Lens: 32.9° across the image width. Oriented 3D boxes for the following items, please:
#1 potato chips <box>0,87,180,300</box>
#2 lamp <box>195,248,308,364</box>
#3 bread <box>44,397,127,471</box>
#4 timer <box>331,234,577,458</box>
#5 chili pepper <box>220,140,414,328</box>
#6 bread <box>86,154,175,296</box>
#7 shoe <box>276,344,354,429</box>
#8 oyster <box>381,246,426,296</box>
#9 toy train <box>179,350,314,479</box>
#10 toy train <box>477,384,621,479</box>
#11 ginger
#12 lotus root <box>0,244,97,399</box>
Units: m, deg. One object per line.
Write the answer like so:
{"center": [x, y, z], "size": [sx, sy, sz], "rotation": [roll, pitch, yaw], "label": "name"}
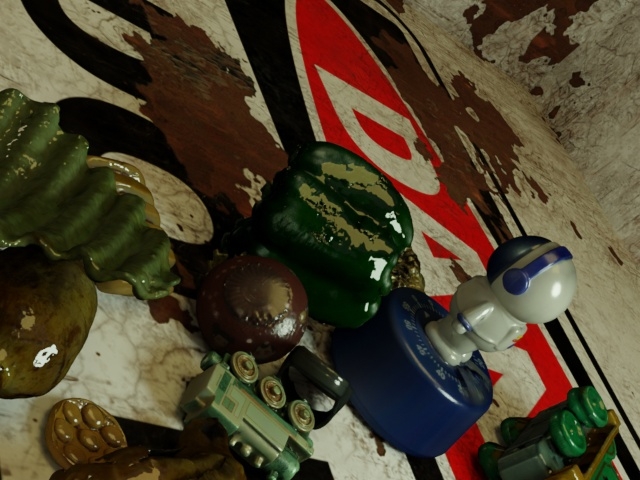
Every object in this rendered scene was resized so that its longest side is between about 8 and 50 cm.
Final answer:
{"center": [-0.341, -0.056, 1.176], "size": [0.373, 0.097, 0.389], "rotation": [10, 24, -26], "label": "potato chips"}
{"center": [-0.095, 0.100, 1.503], "size": [0.156, 0.135, 0.157], "rotation": [15, 59, -3], "label": "lamp"}
{"center": [-0.254, 0.220, 1.182], "size": [0.110, 0.024, 0.110], "rotation": [36, 28, -24], "label": "bread"}
{"center": [0.234, 0.130, 1.687], "size": [0.270, 0.383, 0.270], "rotation": [38, 26, -22], "label": "timer"}
{"center": [0.000, 0.000, 1.655], "size": [0.256, 0.248, 0.233], "rotation": [33, 48, -3], "label": "chili pepper"}
{"center": [-0.260, -0.015, 1.444], "size": [0.134, 0.081, 0.225], "rotation": [17, 38, -51], "label": "bread"}
{"center": [-0.020, 0.208, 1.503], "size": [0.108, 0.093, 0.241], "rotation": [37, -9, 7], "label": "shoe"}
{"center": [0.157, 0.091, 1.990], "size": [0.223, 0.083, 0.214], "rotation": [50, 26, -13], "label": "oyster"}
{"center": [-0.088, 0.230, 1.387], "size": [0.194, 0.080, 0.125], "rotation": [44, 35, -15], "label": "toy train"}
{"center": [0.423, 0.409, 1.860], "size": [0.249, 0.178, 0.429], "rotation": [62, 26, 5], "label": "toy train"}
{"center": [-0.160, 0.264, 1.155], "size": [0.133, 0.107, 0.309], "rotation": [21, 3, 23], "label": "ginger"}
{"center": [-0.320, 0.088, 1.141], "size": [0.145, 0.128, 0.260], "rotation": [27, 20, -6], "label": "lotus root"}
